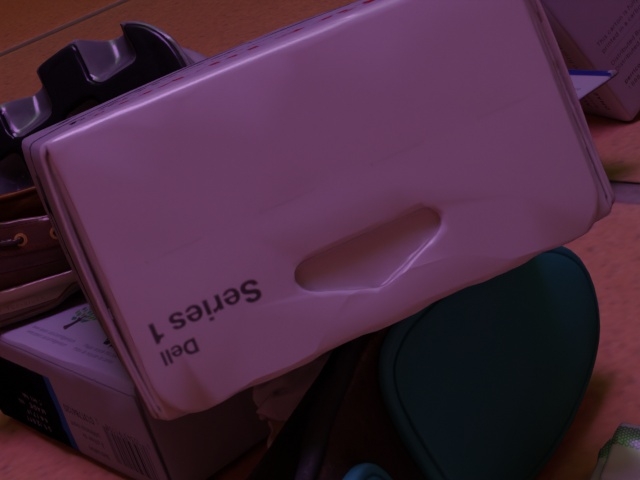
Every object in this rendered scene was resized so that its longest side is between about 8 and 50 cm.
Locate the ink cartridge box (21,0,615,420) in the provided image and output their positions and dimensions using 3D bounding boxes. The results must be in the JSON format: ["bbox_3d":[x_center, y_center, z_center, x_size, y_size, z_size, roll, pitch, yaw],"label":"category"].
[{"bbox_3d":[-0.019,-0.026,0.470,0.160,0.092,0.219,-25,10,-12],"label":"ink cartridge box"}]

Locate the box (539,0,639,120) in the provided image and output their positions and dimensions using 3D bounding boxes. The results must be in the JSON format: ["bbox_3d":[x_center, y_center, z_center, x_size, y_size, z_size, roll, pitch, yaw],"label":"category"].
[{"bbox_3d":[0.163,-0.203,0.793,0.181,0.182,0.119,-50,30,-8],"label":"box"}]

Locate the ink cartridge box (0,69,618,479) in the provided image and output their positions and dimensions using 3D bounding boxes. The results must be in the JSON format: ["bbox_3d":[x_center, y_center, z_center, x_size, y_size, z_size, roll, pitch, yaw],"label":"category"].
[{"bbox_3d":[0.000,0.000,0.659,0.333,0.065,0.165,-33,26,-31],"label":"ink cartridge box"}]

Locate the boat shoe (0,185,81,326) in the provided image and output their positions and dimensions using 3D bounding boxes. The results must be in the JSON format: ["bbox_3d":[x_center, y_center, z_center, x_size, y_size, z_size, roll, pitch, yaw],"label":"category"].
[{"bbox_3d":[-0.104,-0.015,0.608,0.178,0.060,0.064,-21,22,-9],"label":"boat shoe"}]

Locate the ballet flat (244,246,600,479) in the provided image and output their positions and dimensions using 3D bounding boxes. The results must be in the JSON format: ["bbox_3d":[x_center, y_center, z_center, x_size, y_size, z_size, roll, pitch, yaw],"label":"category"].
[{"bbox_3d":[0.006,0.081,0.427,0.096,0.095,0.280,-13,20,37],"label":"ballet flat"}]

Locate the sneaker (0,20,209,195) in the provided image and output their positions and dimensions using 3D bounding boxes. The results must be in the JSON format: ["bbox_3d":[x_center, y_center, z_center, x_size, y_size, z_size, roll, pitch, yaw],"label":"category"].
[{"bbox_3d":[-0.179,-0.008,0.761,0.330,0.122,0.146,-24,-9,18],"label":"sneaker"}]

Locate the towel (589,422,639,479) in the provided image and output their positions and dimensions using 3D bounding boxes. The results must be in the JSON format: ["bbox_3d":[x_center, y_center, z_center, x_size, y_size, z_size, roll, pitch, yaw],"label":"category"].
[{"bbox_3d":[0.117,0.106,0.374,0.113,0.023,0.152,-3,26,32],"label":"towel"}]
